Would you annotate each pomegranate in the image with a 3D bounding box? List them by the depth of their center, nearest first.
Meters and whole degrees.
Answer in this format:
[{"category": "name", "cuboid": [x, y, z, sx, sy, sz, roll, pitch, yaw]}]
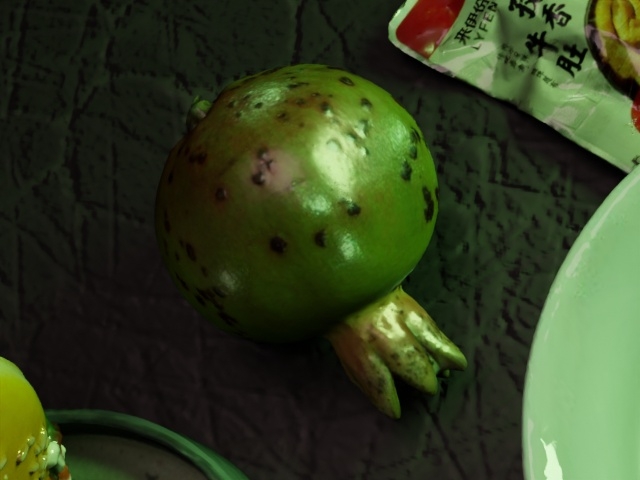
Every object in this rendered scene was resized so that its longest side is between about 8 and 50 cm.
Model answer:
[{"category": "pomegranate", "cuboid": [0.000, 0.000, 0.926, 0.159, 0.159, 0.205, -35, 90, 0]}]

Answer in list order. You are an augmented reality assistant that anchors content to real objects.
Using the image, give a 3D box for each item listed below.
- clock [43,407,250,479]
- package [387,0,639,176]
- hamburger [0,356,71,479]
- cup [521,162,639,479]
[{"category": "clock", "cuboid": [-0.139, 0.224, 0.918, 0.281, 0.055, 0.280, -6, 66, 15]}, {"category": "package", "cuboid": [0.169, -0.122, 0.988, 0.239, 0.030, 0.154, 33, 82, 25]}, {"category": "hamburger", "cuboid": [-0.247, 0.169, 0.814, 0.151, 0.227, 0.295, 39, 83, 14]}, {"category": "cup", "cuboid": [0.275, 0.103, 0.783, 0.347, 0.163, 0.347, -6, 66, 13]}]
